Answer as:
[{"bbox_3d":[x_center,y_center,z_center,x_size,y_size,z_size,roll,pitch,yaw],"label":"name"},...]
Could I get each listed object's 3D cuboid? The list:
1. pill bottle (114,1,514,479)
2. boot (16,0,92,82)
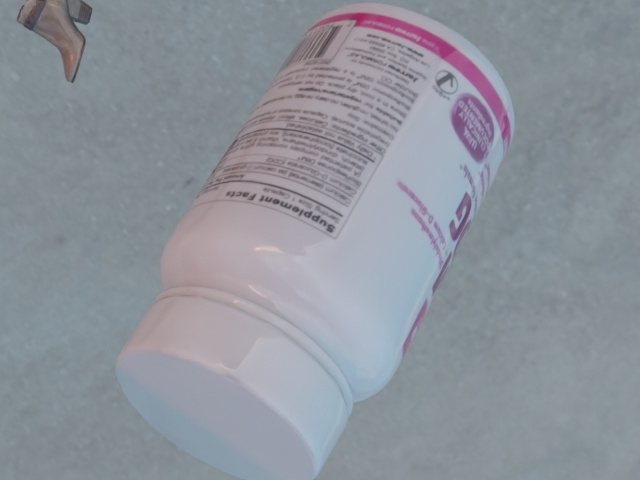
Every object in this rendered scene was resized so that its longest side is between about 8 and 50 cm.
[{"bbox_3d":[0.000,0.000,0.830,0.283,0.160,0.160,-60,150,-30],"label":"pill bottle"},{"bbox_3d":[-0.335,-0.263,1.652,0.087,0.042,0.118,16,70,-24],"label":"boot"}]
